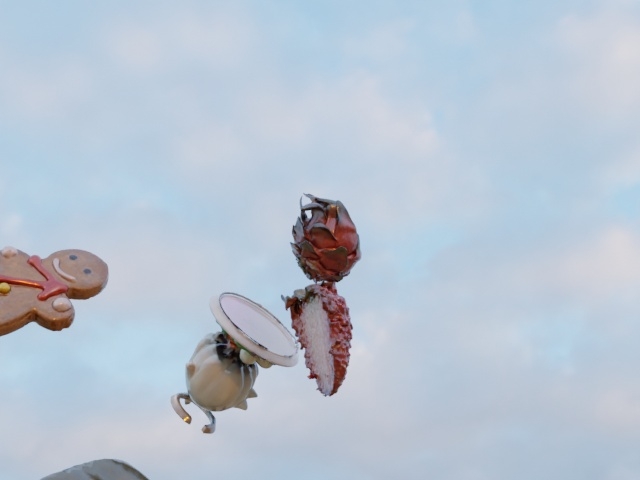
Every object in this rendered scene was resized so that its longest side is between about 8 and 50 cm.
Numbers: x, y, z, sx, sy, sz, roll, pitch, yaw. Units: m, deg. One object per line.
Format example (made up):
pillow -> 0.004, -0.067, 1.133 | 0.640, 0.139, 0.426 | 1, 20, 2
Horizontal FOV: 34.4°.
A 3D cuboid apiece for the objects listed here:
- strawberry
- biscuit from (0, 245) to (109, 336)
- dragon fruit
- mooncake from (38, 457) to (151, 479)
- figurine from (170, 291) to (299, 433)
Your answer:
strawberry -> 0.011, 0.174, 1.853 | 0.087, 0.208, 0.167 | -7, -9, -29
biscuit -> -0.499, 0.079, 1.733 | 0.324, 0.205, 0.049 | -15, -43, -40
dragon fruit -> 0.005, -0.001, 1.659 | 0.121, 0.130, 0.142 | -25, -56, -43
mooncake -> -0.251, 0.396, 0.921 | 0.378, 0.200, 0.378 | -44, -21, -21
figurine -> -0.115, 0.156, 1.225 | 0.132, 0.132, 0.154 | 27, -74, -35
